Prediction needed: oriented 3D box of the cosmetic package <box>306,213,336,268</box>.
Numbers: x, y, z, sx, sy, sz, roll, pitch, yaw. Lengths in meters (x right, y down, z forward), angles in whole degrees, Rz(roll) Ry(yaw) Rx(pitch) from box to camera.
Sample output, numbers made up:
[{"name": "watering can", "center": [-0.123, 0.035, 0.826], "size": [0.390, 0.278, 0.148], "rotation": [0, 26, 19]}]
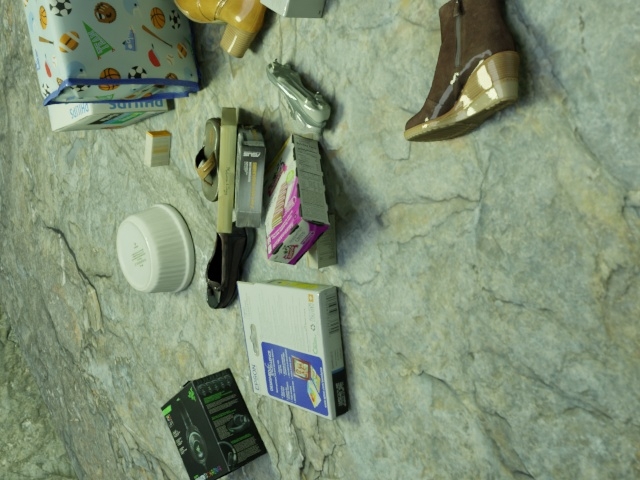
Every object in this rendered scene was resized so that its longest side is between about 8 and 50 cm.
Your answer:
[{"name": "cosmetic package", "center": [0.000, 0.000, 1.461], "size": [0.041, 0.060, 0.115], "rotation": [12, 108, 48]}]

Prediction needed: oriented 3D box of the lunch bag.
[{"name": "lunch bag", "center": [-0.492, -0.505, 1.621], "size": [0.239, 0.386, 0.327], "rotation": [-5, 97, 52]}]

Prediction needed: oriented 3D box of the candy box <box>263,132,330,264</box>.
[{"name": "candy box", "center": [-0.058, -0.088, 1.423], "size": [0.159, 0.071, 0.233], "rotation": [-48, 38, 43]}]

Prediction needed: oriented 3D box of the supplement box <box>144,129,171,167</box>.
[{"name": "supplement box", "center": [-0.466, -0.262, 1.906], "size": [0.036, 0.062, 0.098], "rotation": [33, 123, 37]}]

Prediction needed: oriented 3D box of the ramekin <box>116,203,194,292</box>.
[{"name": "ramekin", "center": [-0.497, 0.032, 1.974], "size": [0.273, 0.127, 0.272], "rotation": [15, 111, 45]}]

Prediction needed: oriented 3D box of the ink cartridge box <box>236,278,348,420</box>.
[{"name": "ink cartridge box", "center": [-0.069, 0.248, 1.605], "size": [0.307, 0.072, 0.303], "rotation": [5, 105, 50]}]

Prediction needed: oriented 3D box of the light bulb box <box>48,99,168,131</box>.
[{"name": "light bulb box", "center": [-0.632, -0.511, 1.890], "size": [0.358, 0.225, 0.360], "rotation": [-1, 99, 52]}]

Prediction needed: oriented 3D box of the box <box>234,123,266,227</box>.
[{"name": "box", "center": [-0.164, -0.152, 1.517], "size": [0.231, 0.056, 0.183], "rotation": [-112, 25, -67]}]

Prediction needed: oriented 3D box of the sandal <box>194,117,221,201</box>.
[{"name": "sandal", "center": [-0.291, -0.207, 1.728], "size": [0.090, 0.060, 0.219], "rotation": [29, 121, 40]}]

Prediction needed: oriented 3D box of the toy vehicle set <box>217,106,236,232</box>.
[{"name": "toy vehicle set", "center": [-0.226, -0.171, 1.607], "size": [0.166, 0.035, 0.266], "rotation": [-105, 19, -63]}]

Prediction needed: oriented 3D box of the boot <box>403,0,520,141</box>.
[{"name": "boot", "center": [0.226, -0.292, 1.131], "size": [0.248, 0.090, 0.206], "rotation": [-22, 72, 50]}]

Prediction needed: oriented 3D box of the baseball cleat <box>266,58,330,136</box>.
[{"name": "baseball cleat", "center": [-0.060, -0.299, 1.437], "size": [0.206, 0.072, 0.109], "rotation": [50, 139, 32]}]

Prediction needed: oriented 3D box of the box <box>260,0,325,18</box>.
[{"name": "box", "center": [-0.049, -0.509, 1.341], "size": [0.087, 0.101, 0.101], "rotation": [42, 129, 32]}]

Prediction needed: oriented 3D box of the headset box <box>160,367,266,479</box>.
[{"name": "headset box", "center": [-0.315, 0.530, 1.906], "size": [0.246, 0.131, 0.283], "rotation": [-42, 69, 45]}]

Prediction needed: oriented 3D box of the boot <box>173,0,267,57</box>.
[{"name": "boot", "center": [-0.219, -0.583, 1.526], "size": [0.295, 0.104, 0.211], "rotation": [48, 127, 22]}]

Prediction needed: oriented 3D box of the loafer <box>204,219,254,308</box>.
[{"name": "loafer", "center": [-0.264, 0.068, 1.747], "size": [0.109, 0.095, 0.302], "rotation": [48, 132, 29]}]
